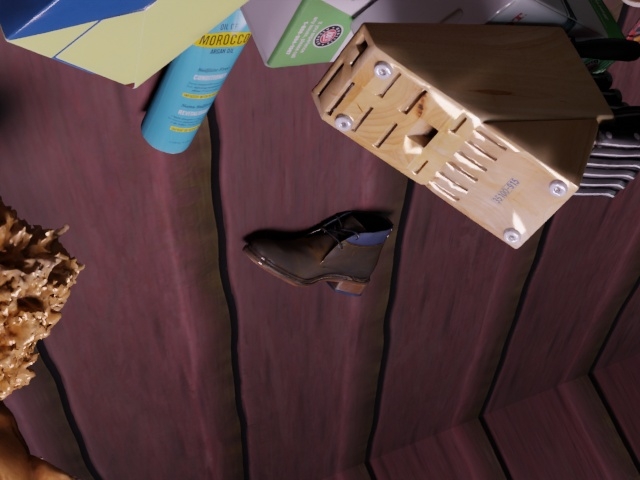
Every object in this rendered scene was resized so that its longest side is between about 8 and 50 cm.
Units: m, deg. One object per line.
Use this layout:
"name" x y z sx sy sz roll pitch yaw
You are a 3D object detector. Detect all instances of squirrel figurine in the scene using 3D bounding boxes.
"squirrel figurine" -0.359 0.104 1.337 0.281 0.370 0.397 -13 155 -25

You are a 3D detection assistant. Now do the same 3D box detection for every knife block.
"knife block" 0.155 -0.124 1.217 0.088 0.276 0.242 -50 -170 43

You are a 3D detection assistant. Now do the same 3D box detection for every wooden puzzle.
"wooden puzzle" 0.393 -0.258 1.765 0.049 0.006 0.083 -11 154 -28

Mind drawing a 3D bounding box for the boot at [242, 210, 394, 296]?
"boot" 0.000 0.000 1.888 0.219 0.082 0.106 13 116 -49

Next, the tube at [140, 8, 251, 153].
"tube" -0.112 -0.168 1.419 0.080 0.052 0.207 -15 151 -38

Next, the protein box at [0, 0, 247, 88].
"protein box" -0.130 -0.250 1.010 0.200 0.201 0.136 -34 156 22

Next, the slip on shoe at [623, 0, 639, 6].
"slip on shoe" 0.387 -0.291 1.642 0.135 0.051 0.041 -29 169 -4

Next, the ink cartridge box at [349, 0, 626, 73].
"ink cartridge box" 0.147 -0.174 1.292 0.153 0.087 0.208 -36 155 25

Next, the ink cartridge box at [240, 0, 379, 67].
"ink cartridge box" 0.087 -0.263 1.306 0.278 0.117 0.201 -10 154 -30
